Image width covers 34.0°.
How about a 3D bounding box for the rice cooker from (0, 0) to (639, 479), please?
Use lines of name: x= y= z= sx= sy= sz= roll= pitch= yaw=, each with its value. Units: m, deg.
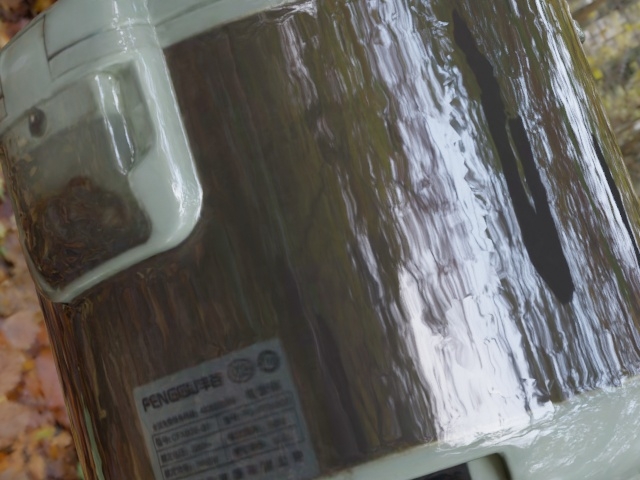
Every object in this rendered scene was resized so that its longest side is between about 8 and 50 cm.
rice cooker: x=0.000 y=0.000 z=0.557 sx=0.335 sy=0.335 sz=0.325 roll=24 pitch=48 yaw=-76
